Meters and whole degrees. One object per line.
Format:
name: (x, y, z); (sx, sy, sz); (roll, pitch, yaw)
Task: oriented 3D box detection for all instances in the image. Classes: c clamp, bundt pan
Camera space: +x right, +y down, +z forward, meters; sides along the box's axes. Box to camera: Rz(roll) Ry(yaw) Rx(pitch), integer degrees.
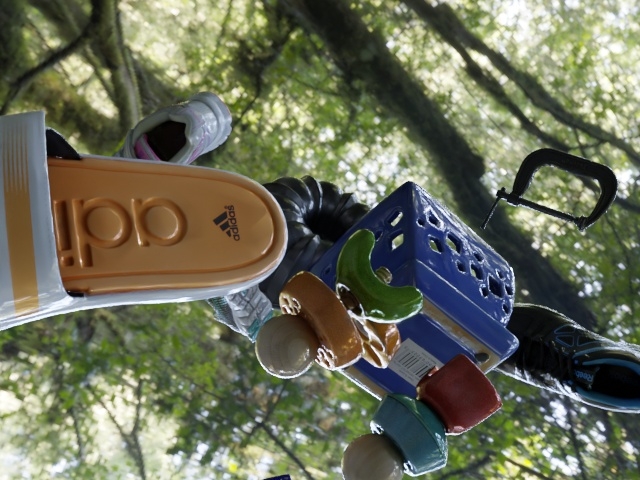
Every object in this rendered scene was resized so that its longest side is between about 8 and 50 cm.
c clamp: (0.316, -0.058, 1.123); (0.160, 0.022, 0.137); (17, -100, 33)
bundt pan: (0.000, 0.000, 1.497); (0.124, 0.330, 0.331); (-61, -148, 34)

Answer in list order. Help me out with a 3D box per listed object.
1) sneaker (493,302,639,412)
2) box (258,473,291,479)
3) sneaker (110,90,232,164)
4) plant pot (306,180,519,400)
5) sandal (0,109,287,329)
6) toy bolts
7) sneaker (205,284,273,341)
sneaker: (0.384, 0.181, 1.292); (0.340, 0.139, 0.125); (13, -85, 20)
box: (-0.046, 0.357, 0.922); (0.072, 0.126, 0.137); (-14, -134, -1)
sneaker: (-0.246, -0.118, 1.173); (0.252, 0.103, 0.111); (-42, 176, 18)
plant pot: (0.128, 0.101, 1.153); (0.236, 0.236, 0.212); (-42, -158, 26)
sandal: (-0.124, -0.016, 0.390); (0.076, 0.265, 0.102); (-39, -118, 53)
toy bolts: (0.038, 0.142, 0.829); (0.158, 0.218, 0.228); (-35, -103, -20)
sneaker: (-0.109, 0.050, 0.942); (0.076, 0.167, 0.065); (16, -132, 24)
